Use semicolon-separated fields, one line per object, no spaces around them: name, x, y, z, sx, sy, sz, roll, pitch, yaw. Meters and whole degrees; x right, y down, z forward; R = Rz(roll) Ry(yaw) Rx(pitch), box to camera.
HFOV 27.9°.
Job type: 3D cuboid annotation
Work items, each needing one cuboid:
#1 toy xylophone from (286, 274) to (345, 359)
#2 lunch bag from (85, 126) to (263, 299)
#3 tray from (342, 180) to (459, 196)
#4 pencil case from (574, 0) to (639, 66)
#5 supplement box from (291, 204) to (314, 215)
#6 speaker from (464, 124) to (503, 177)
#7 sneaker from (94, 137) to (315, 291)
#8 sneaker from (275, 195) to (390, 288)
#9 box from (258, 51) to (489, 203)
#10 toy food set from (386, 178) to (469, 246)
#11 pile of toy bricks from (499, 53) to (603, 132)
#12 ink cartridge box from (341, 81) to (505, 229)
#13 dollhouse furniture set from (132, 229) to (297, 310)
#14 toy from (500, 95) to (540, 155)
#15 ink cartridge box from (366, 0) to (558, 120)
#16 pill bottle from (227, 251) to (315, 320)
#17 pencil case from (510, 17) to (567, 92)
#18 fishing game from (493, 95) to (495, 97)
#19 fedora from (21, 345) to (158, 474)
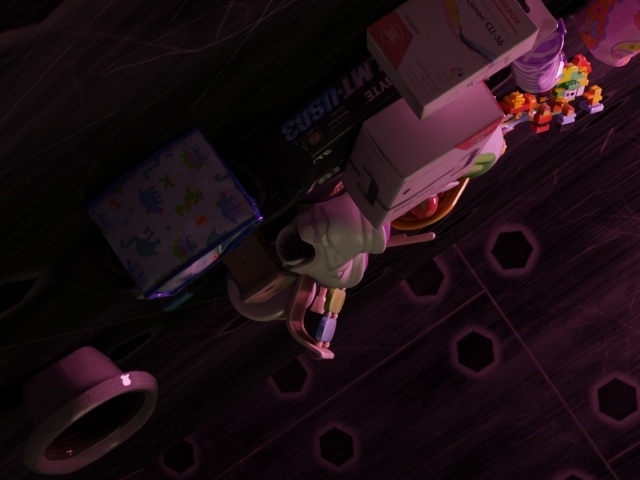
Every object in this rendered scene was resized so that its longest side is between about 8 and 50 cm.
toy xylophone;0.028;0.040;2.170;0.236;0.081;0.322;-14;121;-78
lunch bag;-0.153;-0.030;1.400;0.151;0.129;0.096;-39;171;16
tray;0.097;-0.084;1.977;0.270;0.145;0.030;-14;117;-61
pencil case;0.509;-0.382;1.923;0.124;0.124;0.284;-25;166;-46
supplement box;0.013;-0.049;2.020;0.083;0.083;0.056;-37;170;16
speaker;0.188;-0.151;1.975;0.131;0.131;0.296;-38;170;22
sneaker;-0.131;-0.031;1.548;0.286;0.109;0.130;-27;168;12
sneaker;0.000;0.000;1.848;0.152;0.114;0.305;-10;165;-12
box;0.058;-0.156;1.676;0.295;0.073;0.293;-37;171;16
toy food set;0.159;-0.086;2.120;0.128;0.071;0.218;-4;-141;36
pile of toy bricks;0.432;-0.276;2.314;0.212;0.118;0.105;-18;131;-32
ink cartridge box;0.122;-0.114;1.608;0.159;0.092;0.218;-32;172;-13
dollhouse furniture set;-0.152;0.053;1.824;0.184;0.129;0.129;-36;171;7
toy;0.339;-0.193;2.499;0.237;0.056;0.137;-37;169;18
ink cartridge box;0.164;-0.240;1.461;0.198;0.115;0.067;-34;171;-5
pill bottle;-0.078;0.080;2.245;0.121;0.121;0.221;-35;172;7
pencil case;0.322;-0.275;1.914;0.088;0.086;0.206;-16;174;10
fishing game;0.208;-0.160;2.266;0.264;0.041;0.189;-37;172;8
fedora;-0.389;0.258;2.069;0.244;0.124;0.275;-35;163;-6
